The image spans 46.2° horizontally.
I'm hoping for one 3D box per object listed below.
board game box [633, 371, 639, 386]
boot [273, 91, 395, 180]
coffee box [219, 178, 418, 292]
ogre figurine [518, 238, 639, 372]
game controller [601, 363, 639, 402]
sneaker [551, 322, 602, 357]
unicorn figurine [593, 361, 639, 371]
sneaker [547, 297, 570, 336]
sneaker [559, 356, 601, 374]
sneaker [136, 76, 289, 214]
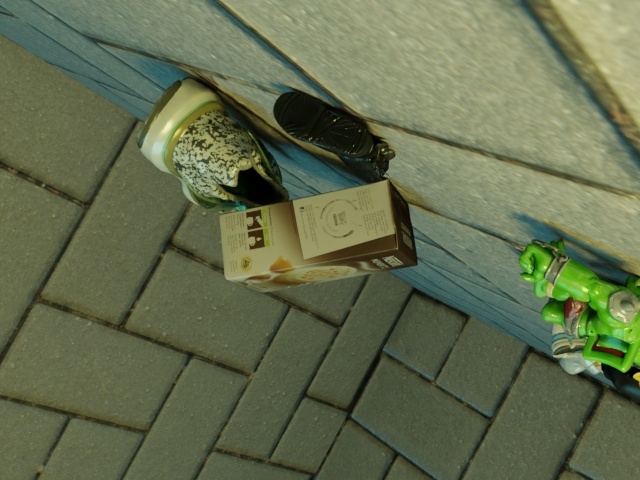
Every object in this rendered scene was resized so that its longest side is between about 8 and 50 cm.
[{"bbox_3d":[0.478,0.187,0.871,0.124,0.039,0.259,-31,132,34],"label":"board game box"},{"bbox_3d":[0.017,-0.106,0.786,0.121,0.045,0.099,27,180,21],"label":"boot"},{"bbox_3d":[0.000,0.000,1.067,0.246,0.098,0.141,-11,166,16],"label":"coffee box"},{"bbox_3d":[0.283,0.074,0.770,0.118,0.097,0.197,31,152,43],"label":"ogre figurine"},{"bbox_3d":[0.509,0.222,1.134,0.166,0.067,0.319,33,-176,18],"label":"game controller"},{"bbox_3d":[0.391,0.118,1.040,0.191,0.083,0.071,9,152,-33],"label":"sneaker"},{"bbox_3d":[0.573,0.237,1.400,0.111,0.060,0.162,29,178,-2],"label":"unicorn figurine"},{"bbox_3d":[0.330,0.089,0.921,0.068,0.071,0.170,29,177,-7],"label":"sneaker"},{"bbox_3d":[0.557,0.237,1.645,0.094,0.080,0.212,40,172,6],"label":"sneaker"},{"bbox_3d":[-0.122,-0.086,1.144,0.182,0.158,0.410,42,-177,17],"label":"sneaker"}]
